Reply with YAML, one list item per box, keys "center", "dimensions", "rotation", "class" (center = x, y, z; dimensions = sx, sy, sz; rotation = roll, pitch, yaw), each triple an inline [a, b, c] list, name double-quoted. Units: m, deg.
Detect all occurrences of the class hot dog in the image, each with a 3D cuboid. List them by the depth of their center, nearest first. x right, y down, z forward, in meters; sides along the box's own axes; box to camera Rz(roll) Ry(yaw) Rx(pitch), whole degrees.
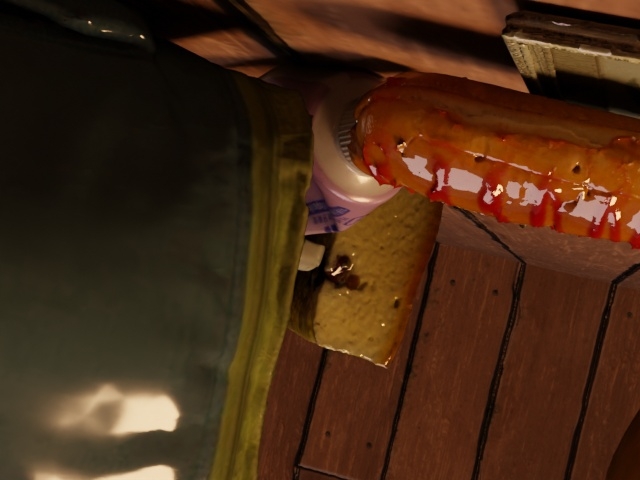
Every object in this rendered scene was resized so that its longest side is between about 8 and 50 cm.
- center: [0.078, -0.018, 0.370]
  dimensions: [0.144, 0.038, 0.062]
  rotation: [14, 179, -1]
  class: "hot dog"

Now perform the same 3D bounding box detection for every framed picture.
- center: [0.152, -0.026, 0.387]
  dimensions: [0.173, 0.010, 0.231]
  rotation: [14, 180, 16]
  class: "framed picture"

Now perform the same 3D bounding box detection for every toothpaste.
- center: [-0.036, -0.030, 0.567]
  dimensions: [0.048, 0.075, 0.301]
  rotation: [6, 174, -27]
  class: "toothpaste"

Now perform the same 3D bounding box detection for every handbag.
- center: [-0.159, 0.003, 0.448]
  dimensions: [0.241, 0.222, 0.263]
  rotation: [8, -177, -28]
  class: "handbag"

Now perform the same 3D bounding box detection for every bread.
- center: [0.006, 0.007, 1.007]
  dimensions: [0.077, 0.138, 0.361]
  rotation: [15, 179, -11]
  class: "bread"

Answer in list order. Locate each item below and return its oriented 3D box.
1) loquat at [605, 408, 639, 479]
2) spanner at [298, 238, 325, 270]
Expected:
- center: [0.299, 0.146, 0.647]
  dimensions: [0.328, 0.328, 0.359]
  rotation: [14, -137, -35]
  class: "loquat"
- center: [-0.125, -0.047, 0.708]
  dimensions: [0.325, 0.095, 0.040]
  rotation: [13, -179, -35]
  class: "spanner"
